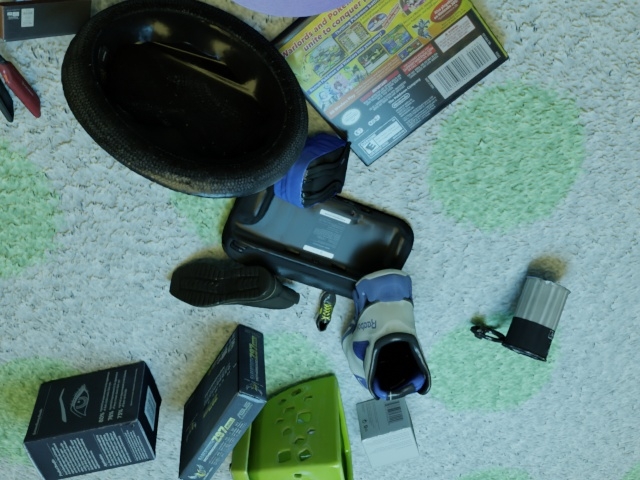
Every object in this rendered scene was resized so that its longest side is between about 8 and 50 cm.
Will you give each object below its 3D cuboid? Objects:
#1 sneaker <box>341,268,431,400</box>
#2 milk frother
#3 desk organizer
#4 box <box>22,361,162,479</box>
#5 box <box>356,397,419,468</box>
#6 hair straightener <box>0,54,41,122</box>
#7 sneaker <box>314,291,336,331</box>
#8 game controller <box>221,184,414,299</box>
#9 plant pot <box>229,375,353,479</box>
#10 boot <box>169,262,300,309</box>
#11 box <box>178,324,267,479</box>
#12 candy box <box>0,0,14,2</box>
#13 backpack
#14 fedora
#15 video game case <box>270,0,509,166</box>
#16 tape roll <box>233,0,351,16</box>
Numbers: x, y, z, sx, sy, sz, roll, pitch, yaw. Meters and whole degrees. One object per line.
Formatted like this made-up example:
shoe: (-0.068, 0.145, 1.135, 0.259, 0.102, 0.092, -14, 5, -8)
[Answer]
sneaker: (0.109, 0.212, 1.310, 0.127, 0.182, 0.315, -5, 142, -3)
milk frother: (0.361, 0.134, 1.385, 0.143, 0.129, 0.135, 21, 82, 13)
desk organizer: (-0.373, -0.298, 1.005, 0.130, 0.050, 0.047, -25, 137, -46)
box: (-0.405, 0.325, 1.371, 0.207, 0.153, 0.108, -12, 123, 2)
box: (0.131, 0.372, 1.495, 0.102, 0.101, 0.087, -17, 122, 6)
hair straightener: (-0.464, -0.227, 1.020, 0.089, 0.047, 0.230, -11, 160, 2)
sneaker: (0.012, 0.129, 1.368, 0.031, 0.035, 0.083, 6, 121, -12)
game controller: (0.000, 0.000, 1.283, 0.319, 0.067, 0.166, 19, 103, -18)
plant pot: (-0.050, 0.419, 1.436, 0.207, 0.227, 0.228, -7, 123, 4)
boot: (-0.146, 0.092, 1.310, 0.197, 0.077, 0.137, 3, 165, 25)
box: (-0.177, 0.293, 1.361, 0.059, 0.183, 0.233, 24, 117, -20)
candy box: (-0.449, -0.381, 0.976, 0.196, 0.070, 0.165, -41, 118, 17)
backpack: (-0.024, -0.104, 1.163, 0.101, 0.120, 0.098, 19, 122, 26)
fedora: (-0.189, -0.175, 1.060, 0.334, 0.334, 0.152, 13, 152, -15)
video game case: (0.100, -0.279, 1.129, 0.275, 0.035, 0.248, -37, 119, 16)
tape roll: (-0.032, -0.417, 0.941, 0.274, 0.090, 0.275, -6, 143, -5)
